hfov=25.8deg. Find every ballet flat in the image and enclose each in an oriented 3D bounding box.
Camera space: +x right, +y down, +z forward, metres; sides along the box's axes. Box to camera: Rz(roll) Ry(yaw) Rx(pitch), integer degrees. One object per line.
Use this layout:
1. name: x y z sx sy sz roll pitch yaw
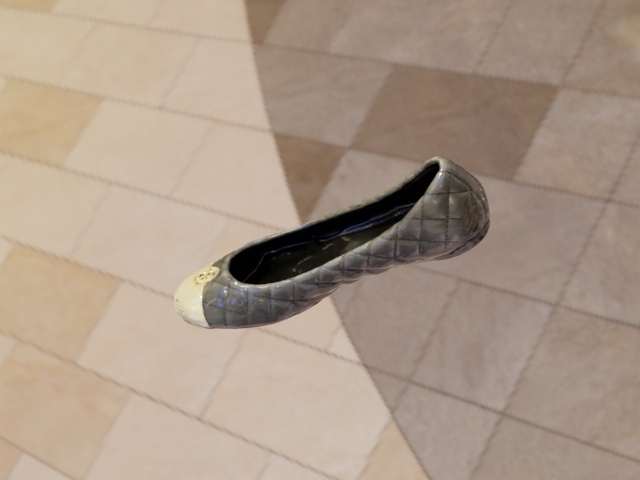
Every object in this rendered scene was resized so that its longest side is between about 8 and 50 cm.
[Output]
1. ballet flat: 0.000 0.000 0.681 0.173 0.049 0.057 -21 36 22
